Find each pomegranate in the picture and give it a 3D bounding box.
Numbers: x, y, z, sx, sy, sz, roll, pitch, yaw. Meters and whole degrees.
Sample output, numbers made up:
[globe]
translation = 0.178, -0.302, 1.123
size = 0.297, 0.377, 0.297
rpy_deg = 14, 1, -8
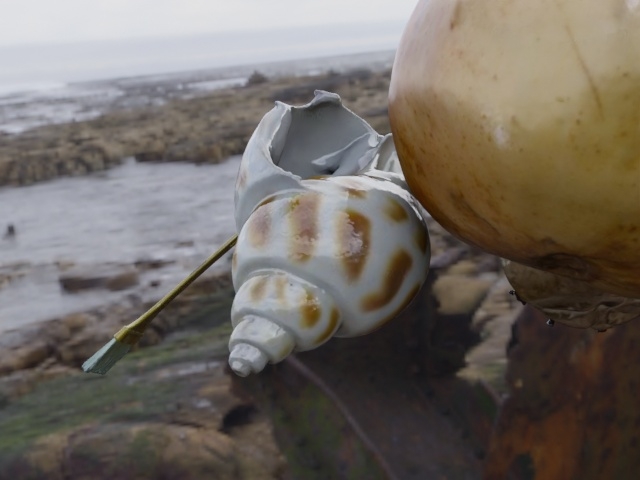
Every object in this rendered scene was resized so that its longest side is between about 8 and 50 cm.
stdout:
[pomegranate]
translation = 0.224, -0.125, 0.841
size = 0.338, 0.338, 0.338
rpy_deg = -6, 9, 1

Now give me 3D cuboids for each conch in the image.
[conch]
translation = 0.000, 0.001, 0.917
size = 0.183, 0.148, 0.275
rpy_deg = 26, 31, 6

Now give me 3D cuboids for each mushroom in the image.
[mushroom]
translation = 0.325, 0.006, 1.179
size = 0.286, 0.156, 0.151
rpy_deg = -1, -17, -45

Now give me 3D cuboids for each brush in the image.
[brush]
translation = -0.141, 0.054, 1.055
size = 0.205, 0.011, 0.083
rpy_deg = -43, -7, -5
